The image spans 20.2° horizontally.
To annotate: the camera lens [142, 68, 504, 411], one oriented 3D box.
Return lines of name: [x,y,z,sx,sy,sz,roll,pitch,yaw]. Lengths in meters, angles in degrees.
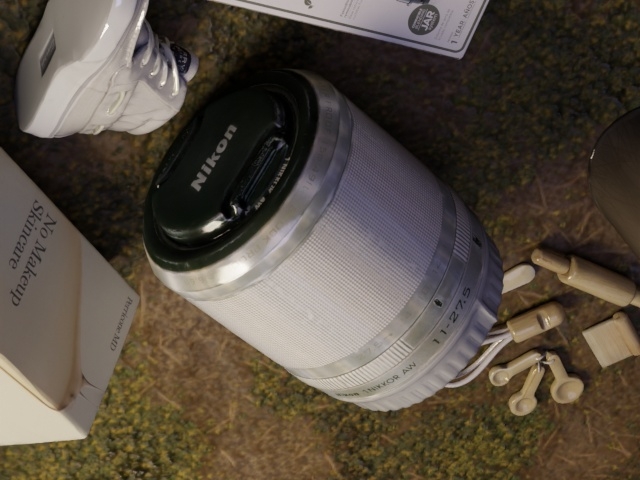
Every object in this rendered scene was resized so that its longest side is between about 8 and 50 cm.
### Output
camera lens: [0.000,0.000,1.561,0.219,0.219,0.274,-42,126,14]

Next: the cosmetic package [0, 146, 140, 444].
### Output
cosmetic package: [-0.297,0.023,1.500,0.113,0.160,0.309,-8,140,33]

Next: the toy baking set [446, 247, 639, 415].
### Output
toy baking set: [0.218,0.094,1.816,0.256,0.030,0.197,26,114,-31]

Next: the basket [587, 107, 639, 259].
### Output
basket: [0.374,0.002,1.672,0.204,0.227,0.154,31,112,-33]

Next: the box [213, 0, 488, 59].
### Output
box: [0.009,-0.265,1.455,0.290,0.087,0.169,9,122,-23]

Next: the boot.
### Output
boot: [-0.154,-0.158,1.440,0.123,0.095,0.258,0,161,-25]
